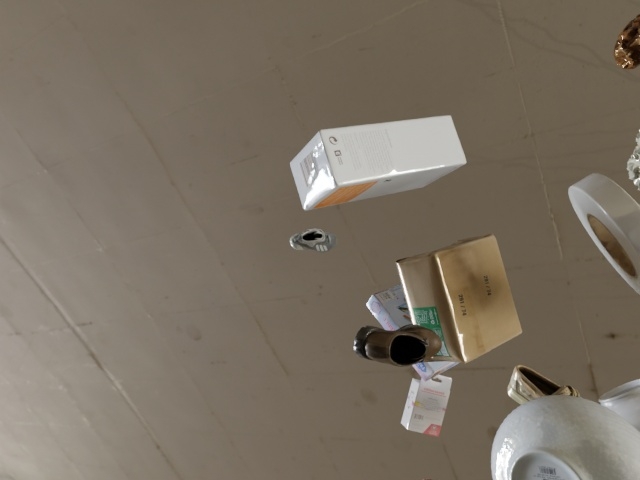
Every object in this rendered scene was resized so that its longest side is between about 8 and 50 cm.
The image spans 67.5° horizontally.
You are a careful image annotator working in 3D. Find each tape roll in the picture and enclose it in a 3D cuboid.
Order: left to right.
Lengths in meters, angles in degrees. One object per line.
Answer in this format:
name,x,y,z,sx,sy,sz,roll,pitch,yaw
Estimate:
tape roll,0.811,-0.004,1.282,0.072,0.392,0.391,-33,-79,16

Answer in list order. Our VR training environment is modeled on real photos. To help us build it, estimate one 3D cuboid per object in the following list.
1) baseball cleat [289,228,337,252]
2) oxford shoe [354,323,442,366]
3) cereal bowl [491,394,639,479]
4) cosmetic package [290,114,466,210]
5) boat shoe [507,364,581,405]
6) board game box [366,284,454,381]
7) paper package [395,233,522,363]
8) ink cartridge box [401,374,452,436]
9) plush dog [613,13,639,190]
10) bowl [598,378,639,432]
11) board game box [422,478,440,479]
baseball cleat,0.000,0.000,1.583,0.110,0.206,0.071,-20,-100,45
oxford shoe,0.174,0.208,0.914,0.096,0.227,0.082,5,-91,47
cereal bowl,0.489,0.491,0.961,0.339,0.141,0.338,-5,-96,51
cosmetic package,0.169,-0.229,1.409,0.230,0.454,0.161,-31,-105,63
boat shoe,0.752,0.511,1.494,0.341,0.122,0.110,25,-60,41
board game box,0.370,0.279,1.624,0.318,0.319,0.065,53,-43,29
paper package,0.417,0.171,1.446,0.168,0.310,0.324,-18,-94,55
ink cartridge box,0.357,0.539,1.608,0.116,0.067,0.197,17,-94,-11
plush dog,0.407,-0.149,0.441,0.263,0.211,0.225,-8,-90,20
bowl,0.839,0.452,1.259,0.298,0.298,0.134,-43,-116,37
board game box,0.229,0.361,0.551,0.260,0.124,0.039,-10,-23,38
